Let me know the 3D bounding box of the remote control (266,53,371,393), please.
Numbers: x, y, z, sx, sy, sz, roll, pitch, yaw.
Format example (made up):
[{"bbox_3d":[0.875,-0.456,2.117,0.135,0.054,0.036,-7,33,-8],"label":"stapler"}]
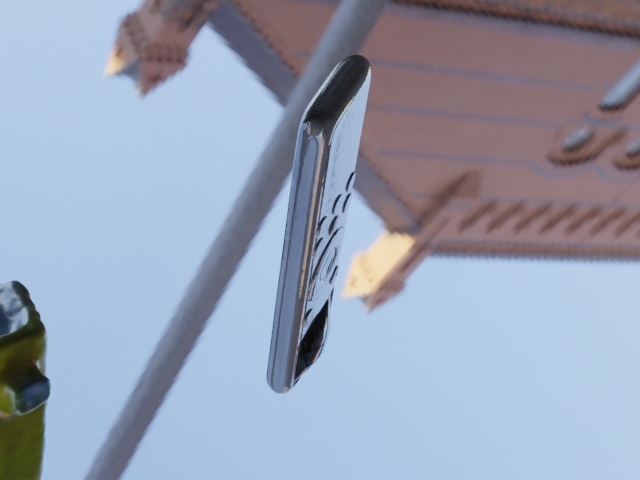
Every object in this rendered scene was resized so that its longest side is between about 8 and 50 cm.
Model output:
[{"bbox_3d":[0.000,0.000,0.972,0.029,0.261,0.067,24,-129,12],"label":"remote control"}]

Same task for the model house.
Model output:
[{"bbox_3d":[-0.383,0.152,1.601,0.303,0.237,0.215,24,-151,38],"label":"model house"}]
